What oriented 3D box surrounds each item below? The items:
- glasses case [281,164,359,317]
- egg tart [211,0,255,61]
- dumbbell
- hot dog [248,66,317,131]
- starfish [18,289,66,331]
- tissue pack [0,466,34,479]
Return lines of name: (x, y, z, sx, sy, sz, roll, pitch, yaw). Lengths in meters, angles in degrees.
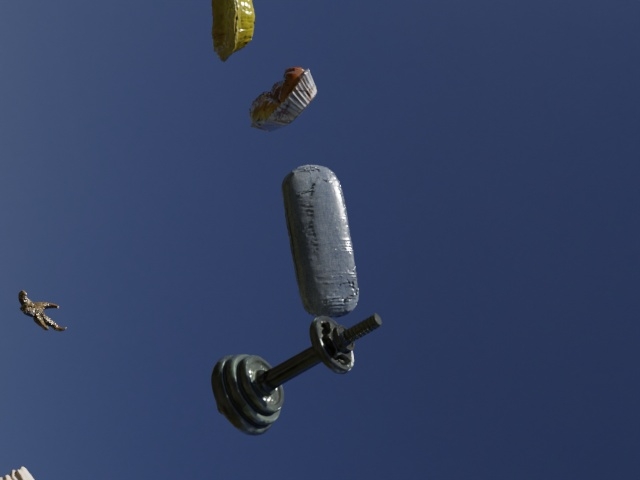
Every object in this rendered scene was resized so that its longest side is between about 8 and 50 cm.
glasses case: (0.000, 0.000, 2.010, 0.067, 0.109, 0.283, 136, -54, -65)
egg tart: (-0.103, -0.260, 1.329, 0.105, 0.039, 0.105, 176, -90, -72)
dumbbell: (-0.031, 0.155, 1.403, 0.254, 0.110, 0.110, -31, -121, 24)
hot dog: (-0.052, -0.187, 1.508, 0.099, 0.053, 0.192, -52, -170, -3)
starfish: (-0.422, 0.108, 1.709, 0.028, 0.091, 0.078, -40, -157, 11)
tissue pack: (-0.314, 0.387, 1.259, 0.170, 0.071, 0.325, 53, -30, 21)
